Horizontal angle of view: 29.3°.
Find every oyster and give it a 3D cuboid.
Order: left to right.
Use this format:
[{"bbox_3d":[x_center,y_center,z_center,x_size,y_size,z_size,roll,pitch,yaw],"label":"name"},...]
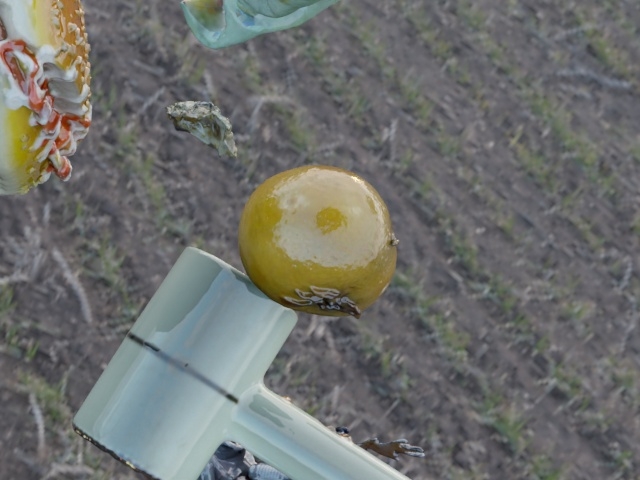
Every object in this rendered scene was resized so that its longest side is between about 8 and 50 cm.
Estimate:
[{"bbox_3d":[-0.169,-0.169,1.735,0.148,0.103,0.051,20,65,31],"label":"oyster"}]

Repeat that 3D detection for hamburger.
[{"bbox_3d":[-0.263,-0.157,1.016,0.152,0.295,0.227,0,81,-6],"label":"hamburger"}]

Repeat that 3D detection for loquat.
[{"bbox_3d":[0.000,0.000,1.063,0.141,0.141,0.141,17,44,-18],"label":"loquat"}]

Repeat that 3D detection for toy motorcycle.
[{"bbox_3d":[-0.075,0.287,1.504,0.134,0.401,0.207,-32,115,-59],"label":"toy motorcycle"}]

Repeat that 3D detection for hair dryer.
[{"bbox_3d":[-0.023,0.182,1.120,0.362,0.128,0.203,32,79,1],"label":"hair dryer"}]

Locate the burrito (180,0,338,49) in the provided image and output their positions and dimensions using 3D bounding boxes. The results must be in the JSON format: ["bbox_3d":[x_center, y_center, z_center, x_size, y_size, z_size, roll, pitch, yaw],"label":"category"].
[{"bbox_3d":[0.003,-0.175,0.602,0.089,0.229,0.143,15,80,-20],"label":"burrito"}]
